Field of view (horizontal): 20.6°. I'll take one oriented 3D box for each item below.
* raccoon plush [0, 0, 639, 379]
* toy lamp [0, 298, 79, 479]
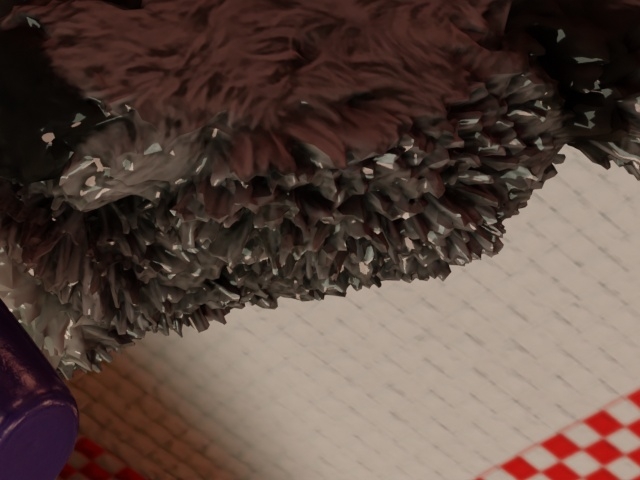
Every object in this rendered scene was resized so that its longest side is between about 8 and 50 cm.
[{"bbox_3d":[0.000,0.000,0.723,0.446,0.216,0.299,22,144,-1],"label":"raccoon plush"},{"bbox_3d":[-0.199,0.009,0.647,0.274,0.080,0.080,30,141,26],"label":"toy lamp"}]
